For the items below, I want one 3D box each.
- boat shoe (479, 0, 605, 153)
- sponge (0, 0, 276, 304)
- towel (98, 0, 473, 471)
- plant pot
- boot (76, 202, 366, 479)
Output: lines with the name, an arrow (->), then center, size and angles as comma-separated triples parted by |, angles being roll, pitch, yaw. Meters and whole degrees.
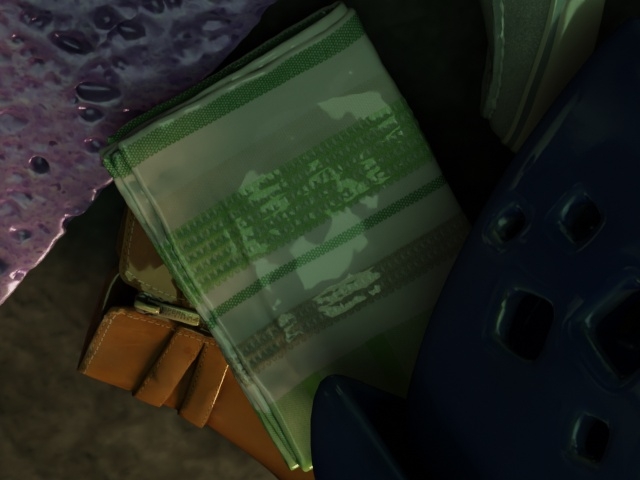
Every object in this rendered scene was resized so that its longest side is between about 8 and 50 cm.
boat shoe -> 0.068, -0.144, 0.721 | 0.081, 0.079, 0.228 | 4, 108, 0
sponge -> -0.113, -0.073, 0.744 | 0.117, 0.031, 0.210 | 38, 104, -21
towel -> 0.000, 0.000, 0.747 | 0.113, 0.023, 0.152 | -31, 102, -6
plant pot -> 0.150, 0.097, 0.704 | 0.212, 0.236, 0.236 | -44, 146, 12
boot -> -0.026, 0.069, 0.807 | 0.152, 0.073, 0.197 | 10, 101, -11
